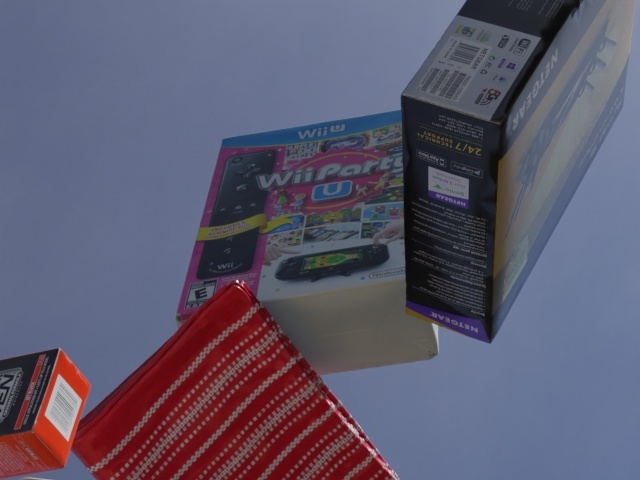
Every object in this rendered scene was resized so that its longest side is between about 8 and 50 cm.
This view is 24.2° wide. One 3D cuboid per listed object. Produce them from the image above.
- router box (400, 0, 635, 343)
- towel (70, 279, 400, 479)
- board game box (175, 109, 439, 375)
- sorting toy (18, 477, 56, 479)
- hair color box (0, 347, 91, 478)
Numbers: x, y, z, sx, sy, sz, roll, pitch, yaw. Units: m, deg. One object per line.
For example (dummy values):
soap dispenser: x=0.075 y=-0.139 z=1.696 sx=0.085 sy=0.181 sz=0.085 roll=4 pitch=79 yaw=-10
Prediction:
router box: x=0.164 y=-0.111 z=1.189 sx=0.309 sy=0.081 sz=0.243 roll=-56 pitch=-25 yaw=-35
towel: x=-0.061 y=0.190 z=1.250 sx=0.199 sy=0.031 sz=0.275 roll=-43 pitch=-68 yaw=-14
board game box: x=0.000 y=0.000 z=1.407 sx=0.224 sy=0.303 sz=0.098 roll=-9 pitch=-59 yaw=11
sorting toy: x=-0.225 y=0.323 z=1.664 sx=0.193 sy=0.208 sz=0.038 roll=80 pitch=-167 yaw=-56
hair color box: x=-0.229 y=0.121 z=0.990 sx=0.043 sy=0.141 sz=0.072 roll=58 pitch=-151 yaw=-37
